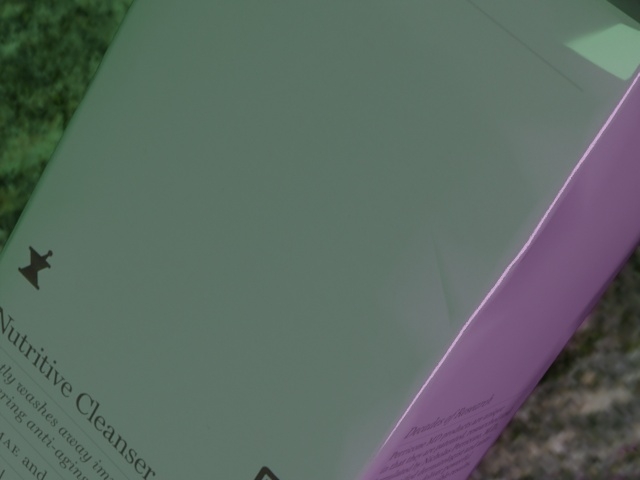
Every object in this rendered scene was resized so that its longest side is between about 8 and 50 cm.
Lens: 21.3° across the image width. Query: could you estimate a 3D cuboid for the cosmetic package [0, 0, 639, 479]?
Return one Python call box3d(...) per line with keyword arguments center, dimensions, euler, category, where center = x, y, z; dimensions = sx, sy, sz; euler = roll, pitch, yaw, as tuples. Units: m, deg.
box3d(center=(0.000, 0.000, 0.762), dimensions=(0.217, 0.156, 0.385), euler=(41, 118, 22), category="cosmetic package")
